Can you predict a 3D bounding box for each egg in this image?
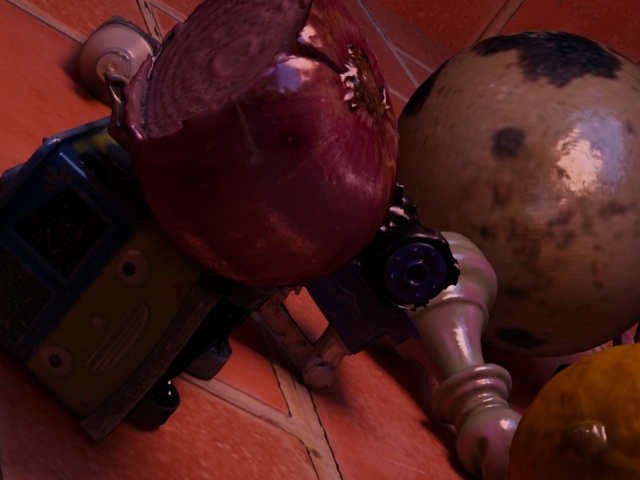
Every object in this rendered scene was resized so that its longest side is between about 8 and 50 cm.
[{"bbox_3d":[0.235,-0.047,1.911,0.345,0.345,0.428,35,27,-9],"label":"egg"}]

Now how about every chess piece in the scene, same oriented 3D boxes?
[{"bbox_3d":[0.132,0.129,1.628,0.139,0.139,0.272,24,32,-40],"label":"chess piece"}]

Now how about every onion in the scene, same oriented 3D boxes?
[{"bbox_3d":[-0.029,-0.062,1.149,0.200,0.200,0.207,31,9,-22],"label":"onion"}]

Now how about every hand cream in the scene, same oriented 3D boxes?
[{"bbox_3d":[-0.203,-0.197,1.907,0.124,0.078,0.341,36,8,-3],"label":"hand cream"}]

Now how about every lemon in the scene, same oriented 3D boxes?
[{"bbox_3d":[0.292,0.211,1.484,0.320,0.245,0.245,30,17,-47],"label":"lemon"}]

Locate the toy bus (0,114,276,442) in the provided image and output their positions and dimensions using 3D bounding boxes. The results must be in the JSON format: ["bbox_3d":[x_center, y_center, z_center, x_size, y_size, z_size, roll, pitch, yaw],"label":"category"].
[{"bbox_3d":[-0.130,0.011,1.291,0.190,0.152,0.312,42,16,2],"label":"toy bus"}]

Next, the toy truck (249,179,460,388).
[{"bbox_3d":[0.000,0.000,1.502,0.213,0.177,0.161,55,2,-22],"label":"toy truck"}]

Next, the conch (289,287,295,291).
[{"bbox_3d":[-0.078,0.006,1.597,0.104,0.094,0.176,34,-17,39],"label":"conch"}]

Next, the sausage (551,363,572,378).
[{"bbox_3d":[0.284,0.186,1.890,0.183,0.054,0.062,-118,-177,-60],"label":"sausage"}]

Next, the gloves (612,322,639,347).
[{"bbox_3d":[0.417,0.186,2.067,0.241,0.126,0.145,37,40,-12],"label":"gloves"}]
